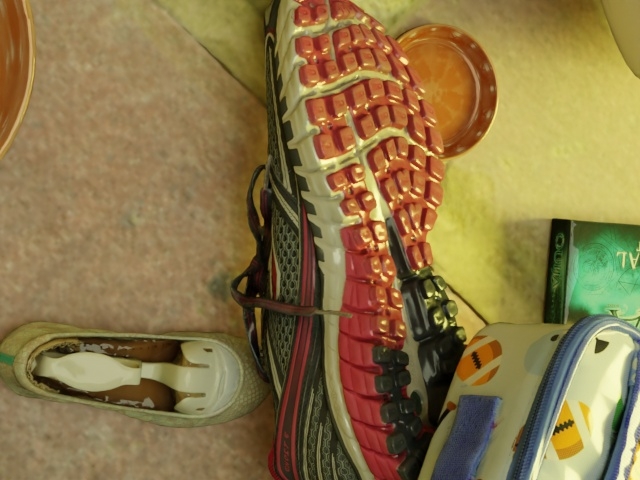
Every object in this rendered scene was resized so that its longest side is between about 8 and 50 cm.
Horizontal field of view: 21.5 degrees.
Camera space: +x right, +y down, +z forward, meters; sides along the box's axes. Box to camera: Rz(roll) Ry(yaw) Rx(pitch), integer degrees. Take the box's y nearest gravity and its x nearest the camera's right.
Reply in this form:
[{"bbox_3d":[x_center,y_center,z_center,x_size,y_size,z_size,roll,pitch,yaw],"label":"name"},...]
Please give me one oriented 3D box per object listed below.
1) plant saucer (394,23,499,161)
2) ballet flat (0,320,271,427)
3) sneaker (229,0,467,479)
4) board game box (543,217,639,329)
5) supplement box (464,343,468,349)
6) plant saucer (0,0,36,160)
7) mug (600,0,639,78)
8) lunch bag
[{"bbox_3d":[0.069,-0.089,1.022,0.083,0.013,0.083,-1,93,-24],"label":"plant saucer"},{"bbox_3d":[-0.096,0.078,0.941,0.168,0.052,0.057,5,90,-24],"label":"ballet flat"},{"bbox_3d":[0.000,0.000,0.945,0.121,0.112,0.299,6,74,-51],"label":"sneaker"},{"bbox_3d":[0.230,0.053,1.094,0.186,0.026,0.126,3,92,-23],"label":"board game box"},{"bbox_3d":[0.093,0.158,1.012,0.104,0.081,0.188,9,90,-24],"label":"supplement box"},{"bbox_3d":[-0.249,-0.101,0.872,0.200,0.037,0.200,-1,93,-23],"label":"plant saucer"},{"bbox_3d":[0.309,-0.250,1.001,0.374,0.276,0.328,-5,102,-53],"label":"mug"},{"bbox_3d":[0.131,0.203,0.888,0.243,0.115,0.303,38,61,-35],"label":"lunch bag"}]
